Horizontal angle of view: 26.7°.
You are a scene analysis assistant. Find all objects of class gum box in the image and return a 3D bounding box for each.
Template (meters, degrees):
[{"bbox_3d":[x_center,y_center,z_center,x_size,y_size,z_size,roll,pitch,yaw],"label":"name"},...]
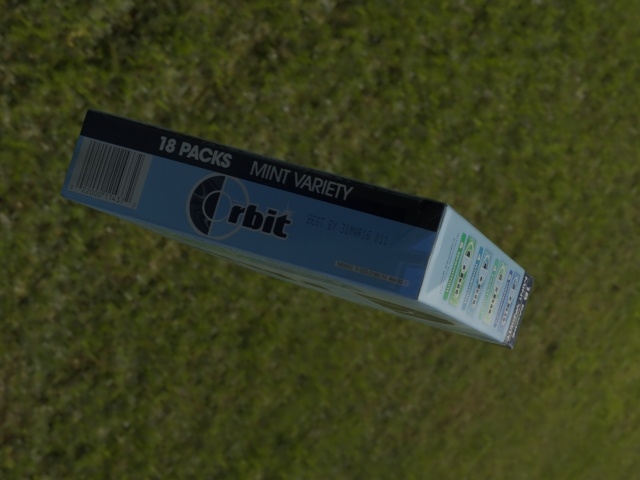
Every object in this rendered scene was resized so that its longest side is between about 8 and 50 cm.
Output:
[{"bbox_3d":[0.000,0.000,0.595,0.184,0.157,0.041,26,80,-69],"label":"gum box"}]
